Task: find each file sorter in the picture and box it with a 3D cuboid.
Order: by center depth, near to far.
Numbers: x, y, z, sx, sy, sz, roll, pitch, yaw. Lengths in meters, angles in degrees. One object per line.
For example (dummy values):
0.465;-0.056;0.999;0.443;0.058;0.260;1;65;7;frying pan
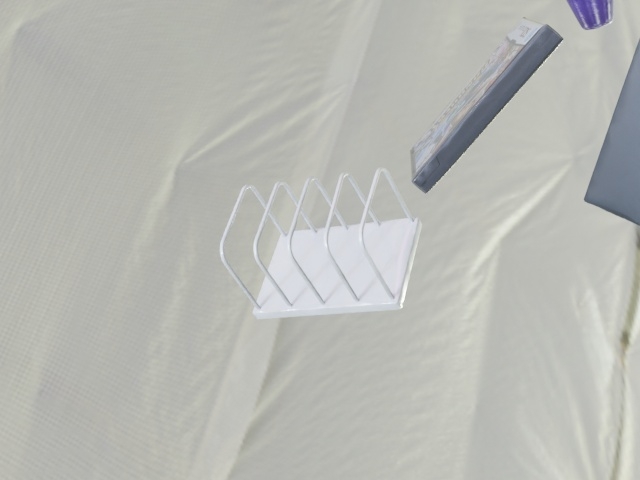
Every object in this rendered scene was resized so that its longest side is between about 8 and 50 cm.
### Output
0.000;0.000;1.697;0.173;0.277;0.193;59;-144;-40;file sorter

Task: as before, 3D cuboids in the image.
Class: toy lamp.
0.386;-0.456;1.512;0.080;0.080;0.275;-38;-68;-46;toy lamp

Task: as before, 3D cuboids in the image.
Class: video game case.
0.229;-0.203;1.449;0.035;0.275;0.248;39;-166;-6;video game case

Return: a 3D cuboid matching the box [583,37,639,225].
0.461;-0.169;1.309;0.184;0.103;0.261;-22;-47;-46;box
